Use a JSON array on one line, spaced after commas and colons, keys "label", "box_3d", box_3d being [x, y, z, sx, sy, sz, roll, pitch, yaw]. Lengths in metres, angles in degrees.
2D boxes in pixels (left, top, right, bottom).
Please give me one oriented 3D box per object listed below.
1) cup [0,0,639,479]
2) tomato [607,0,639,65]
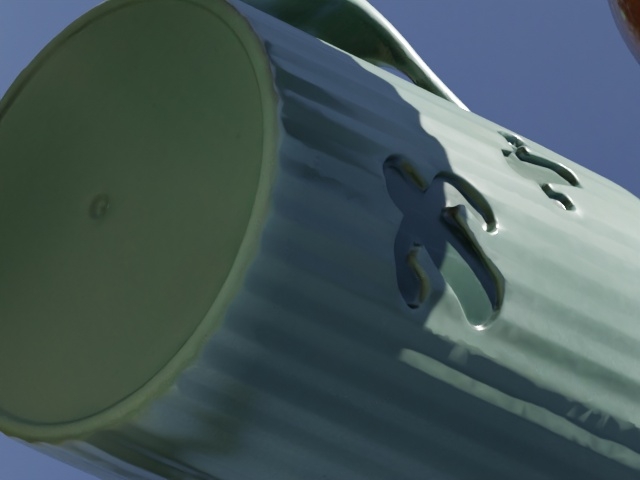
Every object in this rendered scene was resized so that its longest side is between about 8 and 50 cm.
[{"label": "cup", "box_3d": [-0.013, 0.021, 1.130, 0.310, 0.392, 0.401, -54, -136, 9]}, {"label": "tomato", "box_3d": [0.355, -0.198, 1.418, 0.270, 0.270, 0.223, 55, -13, 42]}]
